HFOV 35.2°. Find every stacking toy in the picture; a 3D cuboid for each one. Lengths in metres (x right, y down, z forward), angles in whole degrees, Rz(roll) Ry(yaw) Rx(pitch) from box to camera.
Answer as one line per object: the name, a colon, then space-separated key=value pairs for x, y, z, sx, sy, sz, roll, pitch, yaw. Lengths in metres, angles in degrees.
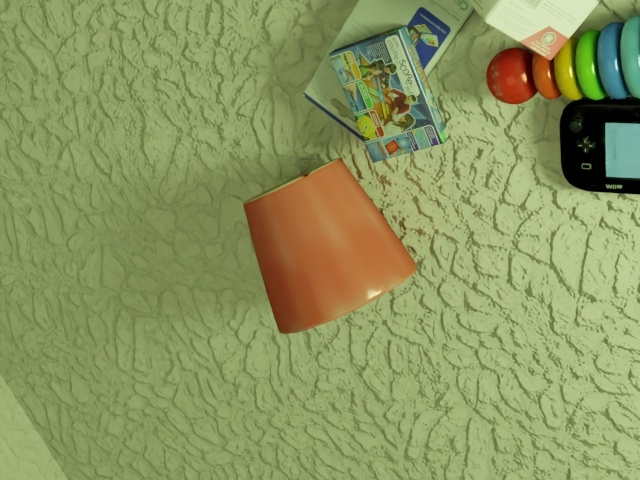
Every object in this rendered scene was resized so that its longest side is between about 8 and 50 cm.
stacking toy: x=0.408 y=-0.268 z=1.536 sx=0.330 sy=0.141 sz=0.141 roll=-3 pitch=115 yaw=31

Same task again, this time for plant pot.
plant pot: x=0.000 y=0.000 z=1.809 sx=0.275 sy=0.275 sz=0.243 roll=-23 pitch=95 yaw=33

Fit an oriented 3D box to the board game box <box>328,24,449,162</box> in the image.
board game box: x=0.113 y=-0.239 z=1.666 sx=0.136 sy=0.035 sz=0.201 roll=-13 pitch=110 yaw=30

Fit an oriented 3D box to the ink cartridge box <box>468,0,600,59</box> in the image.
ink cartridge box: x=0.335 y=-0.393 z=1.450 sx=0.159 sy=0.092 sz=0.218 roll=19 pitch=121 yaw=-38

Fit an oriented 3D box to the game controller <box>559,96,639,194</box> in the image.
game controller: x=0.536 y=-0.144 z=1.576 sx=0.319 sy=0.067 sz=0.166 roll=5 pitch=118 yaw=24

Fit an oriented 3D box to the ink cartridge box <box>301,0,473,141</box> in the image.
ink cartridge box: x=0.117 y=-0.327 z=1.678 sx=0.165 sy=0.065 sz=0.332 roll=38 pitch=124 yaw=2
